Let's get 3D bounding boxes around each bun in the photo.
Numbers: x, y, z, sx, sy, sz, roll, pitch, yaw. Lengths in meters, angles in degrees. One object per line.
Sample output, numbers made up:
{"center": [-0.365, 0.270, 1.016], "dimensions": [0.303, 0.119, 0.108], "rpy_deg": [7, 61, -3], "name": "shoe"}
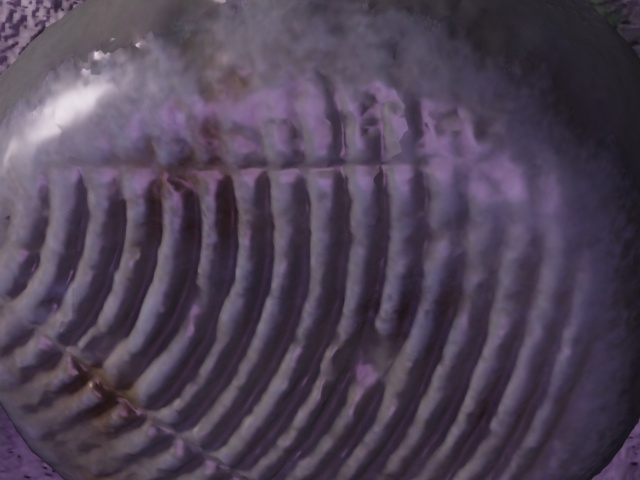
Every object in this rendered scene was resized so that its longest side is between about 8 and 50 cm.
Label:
{"center": [-0.006, -0.002, 0.928], "dimensions": [0.354, 0.194, 0.354], "rpy_deg": [4, 122, 6], "name": "bun"}
